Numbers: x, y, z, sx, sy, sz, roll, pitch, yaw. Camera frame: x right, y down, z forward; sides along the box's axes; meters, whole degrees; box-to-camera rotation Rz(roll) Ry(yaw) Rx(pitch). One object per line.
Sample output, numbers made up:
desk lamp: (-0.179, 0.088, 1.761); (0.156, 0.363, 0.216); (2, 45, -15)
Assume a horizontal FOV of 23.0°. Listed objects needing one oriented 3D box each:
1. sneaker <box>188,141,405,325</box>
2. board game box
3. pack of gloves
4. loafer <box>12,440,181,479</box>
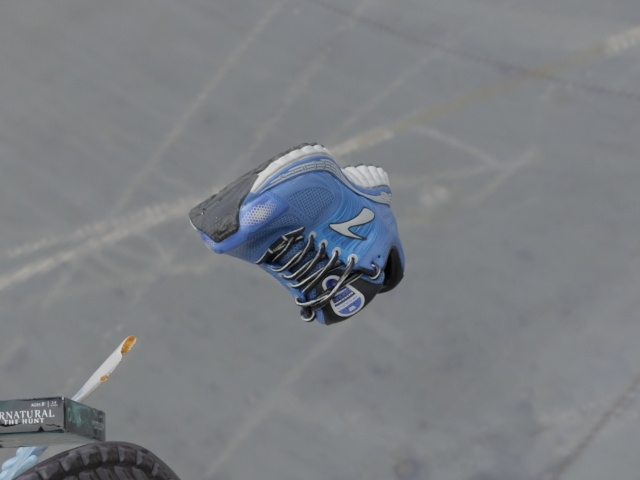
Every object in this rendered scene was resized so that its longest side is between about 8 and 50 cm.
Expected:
sneaker: (0.000, 0.000, 1.522); (0.130, 0.147, 0.330); (-31, -16, 25)
board game box: (-0.260, 0.136, 1.140); (0.186, 0.126, 0.026); (-4, 79, 5)
pack of gloves: (-0.301, 0.200, 1.601); (0.232, 0.046, 0.195); (-45, 6, 35)
loafer: (-0.233, 0.260, 1.053); (0.366, 0.134, 0.130); (-34, -2, -41)
